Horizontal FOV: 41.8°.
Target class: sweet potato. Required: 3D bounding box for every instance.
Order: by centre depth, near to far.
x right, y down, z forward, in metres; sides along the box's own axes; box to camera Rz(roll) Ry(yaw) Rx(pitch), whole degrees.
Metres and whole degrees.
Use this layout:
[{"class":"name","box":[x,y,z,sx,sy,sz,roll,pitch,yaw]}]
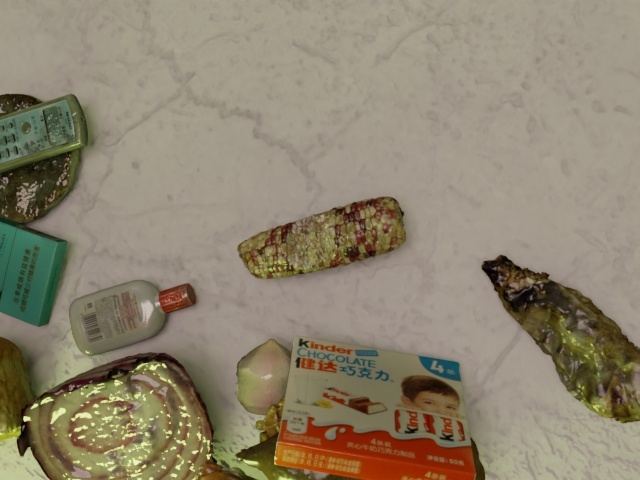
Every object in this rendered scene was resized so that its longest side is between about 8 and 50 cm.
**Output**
[{"class":"sweet potato","box":[0.061,0.341,1.267,0.370,0.158,0.157,5,85,-17]}]

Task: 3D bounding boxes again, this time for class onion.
[{"class":"onion","box":[-0.318,0.320,1.401,0.315,0.146,0.280,-20,106,7]}]

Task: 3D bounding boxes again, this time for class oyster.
[{"class":"oyster","box":[0.384,0.148,1.302,0.345,0.078,0.128,44,103,10]}]

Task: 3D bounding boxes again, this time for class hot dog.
[{"class":"hot dog","box":[-0.083,0.418,1.328,0.250,0.100,0.068,29,86,-11]}]

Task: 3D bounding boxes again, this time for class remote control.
[{"class":"remote control","box":[-0.531,-0.184,1.500,0.234,0.038,0.098,-15,84,9]}]

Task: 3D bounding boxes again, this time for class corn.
[{"class":"corn","box":[0.000,0.000,1.380,0.290,0.098,0.098,-14,82,11]}]

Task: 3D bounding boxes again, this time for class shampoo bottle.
[{"class":"shampoo bottle","box":[-0.325,0.124,1.457,0.221,0.051,0.108,-17,80,9]}]

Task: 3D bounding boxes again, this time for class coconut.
[{"class":"coconut","box":[-0.086,0.221,1.372,0.110,0.110,0.124,5,92,12]}]

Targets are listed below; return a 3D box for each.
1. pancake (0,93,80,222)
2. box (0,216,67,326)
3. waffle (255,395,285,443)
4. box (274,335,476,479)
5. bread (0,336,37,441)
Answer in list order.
[{"class":"pancake","box":[-0.556,-0.150,1.541,0.254,0.037,0.253,-1,85,11]},{"class":"box","box":[-0.578,0.042,1.510,0.229,0.041,0.162,18,100,13]},{"class":"waffle","box":[-0.011,0.314,1.338,0.191,0.038,0.191,-4,104,-17]},{"class":"box","box":[0.080,0.247,1.234,0.274,0.265,0.048,9,116,-2]},{"class":"bread","box":[-0.582,0.253,1.441,0.262,0.163,0.204,-25,83,46]}]
